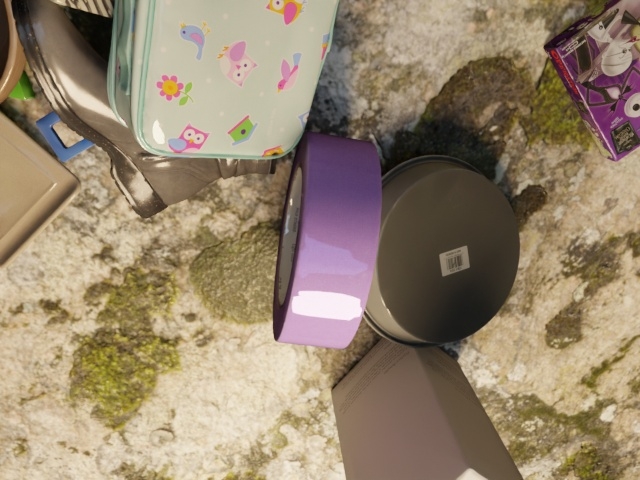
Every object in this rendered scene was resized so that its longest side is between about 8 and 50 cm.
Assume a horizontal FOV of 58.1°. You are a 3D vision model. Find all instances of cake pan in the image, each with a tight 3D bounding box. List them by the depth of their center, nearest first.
[{"bbox_3d":[0.179,0.022,0.847,0.293,0.054,0.294,-4,99,-24],"label":"cake pan"}]

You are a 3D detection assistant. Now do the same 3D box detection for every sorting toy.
[{"bbox_3d":[-0.460,-0.084,0.804,0.347,0.047,0.196,-42,105,10],"label":"sorting toy"}]

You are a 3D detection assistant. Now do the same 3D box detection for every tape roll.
[{"bbox_3d":[0.000,0.000,0.758,0.090,0.275,0.275,8,110,-8],"label":"tape roll"}]

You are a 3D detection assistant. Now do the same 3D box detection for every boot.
[{"bbox_3d":[-0.194,-0.187,0.721,0.222,0.118,0.338,-22,143,2],"label":"boot"}]

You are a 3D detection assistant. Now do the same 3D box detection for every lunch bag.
[{"bbox_3d":[-0.103,-0.226,0.594,0.223,0.108,0.279,-4,124,-34],"label":"lunch bag"}]

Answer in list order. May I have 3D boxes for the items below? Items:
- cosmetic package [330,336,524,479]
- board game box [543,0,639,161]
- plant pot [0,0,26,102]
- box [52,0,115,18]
[{"bbox_3d":[0.143,0.301,0.841,0.155,0.366,0.197,38,104,-18],"label":"cosmetic package"},{"bbox_3d":[0.518,-0.297,0.819,0.346,0.056,0.208,-37,114,8],"label":"board game box"},{"bbox_3d":[-0.447,-0.268,0.687,0.237,0.110,0.238,2,111,5],"label":"plant pot"},{"bbox_3d":[-0.170,-0.293,0.645,0.275,0.094,0.113,-4,121,-46],"label":"box"}]
